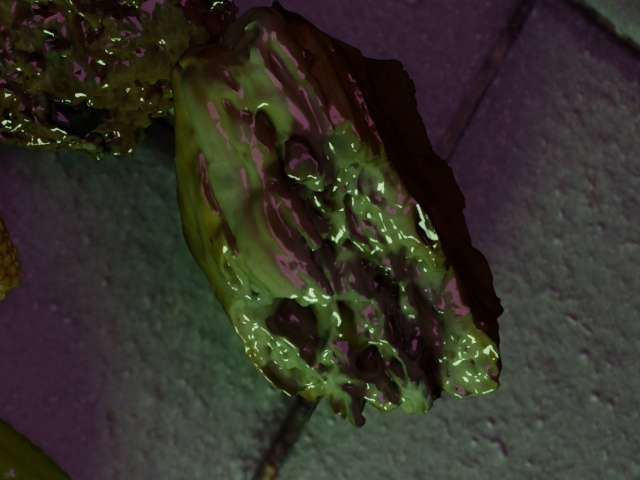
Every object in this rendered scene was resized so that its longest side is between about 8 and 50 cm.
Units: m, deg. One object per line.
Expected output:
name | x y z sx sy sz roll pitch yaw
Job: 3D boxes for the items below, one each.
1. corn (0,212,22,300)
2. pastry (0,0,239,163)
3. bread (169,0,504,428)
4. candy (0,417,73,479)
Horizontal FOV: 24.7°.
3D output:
corn | -0.311 -0.064 1.082 0.091 0.091 0.260 -43 113 -43
pastry | -0.192 -0.195 1.109 0.274 0.193 0.275 6 75 -21
bread | 0.000 0.000 1.108 0.191 0.370 0.314 -23 88 13
candy | -0.244 0.180 1.084 0.209 0.096 0.097 36 70 -18
